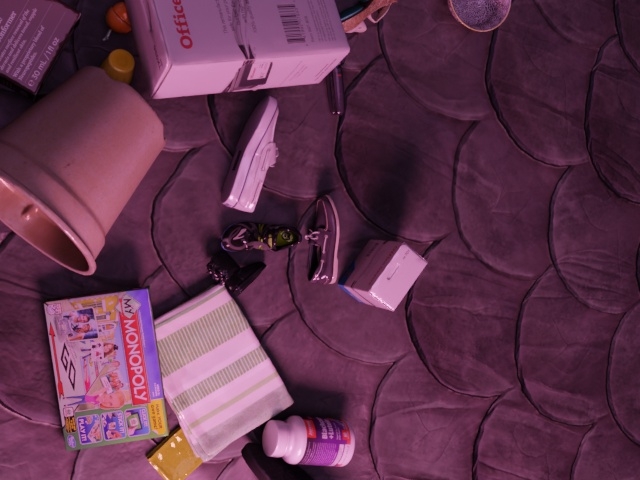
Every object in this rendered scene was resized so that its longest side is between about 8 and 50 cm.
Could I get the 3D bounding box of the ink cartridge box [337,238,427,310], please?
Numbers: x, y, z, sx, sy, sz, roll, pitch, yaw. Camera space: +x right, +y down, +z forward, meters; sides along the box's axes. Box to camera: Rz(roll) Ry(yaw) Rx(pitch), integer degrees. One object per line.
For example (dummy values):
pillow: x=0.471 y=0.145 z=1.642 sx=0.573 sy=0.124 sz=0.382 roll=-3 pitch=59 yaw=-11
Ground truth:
ink cartridge box: x=0.137 y=0.075 z=1.942 sx=0.082 sy=0.191 sz=0.139 roll=40 pitch=79 yaw=-18

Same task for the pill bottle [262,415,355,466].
pill bottle: x=-0.029 y=0.452 z=1.934 sx=0.193 sy=0.108 sz=0.108 roll=11 pitch=89 yaw=-29

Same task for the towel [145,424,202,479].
towel: x=-0.265 y=0.435 z=1.900 sx=0.237 sy=0.021 sz=0.102 roll=-41 pitch=105 yaw=-14

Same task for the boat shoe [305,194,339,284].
boat shoe: x=0.000 y=0.000 z=1.949 sx=0.065 sy=0.075 sz=0.206 roll=-5 pitch=99 yaw=-24

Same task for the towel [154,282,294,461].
towel: x=-0.236 y=0.284 z=1.877 sx=0.248 sy=0.038 sz=0.325 roll=-31 pitch=97 yaw=-18

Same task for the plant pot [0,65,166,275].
plant pot: x=-0.472 y=-0.154 z=1.651 sx=0.334 sy=0.334 sz=0.305 roll=44 pitch=67 yaw=-18

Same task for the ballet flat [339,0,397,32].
ballet flat: x=0.101 y=-0.519 z=1.962 sx=0.206 sy=0.073 sz=0.067 roll=-38 pitch=120 yaw=-11

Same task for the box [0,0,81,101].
box: x=-0.673 y=-0.447 z=1.631 sx=0.381 sy=0.143 sz=0.191 roll=29 pitch=83 yaw=-18

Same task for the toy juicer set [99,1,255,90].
toy juicer set: x=-0.304 y=-0.413 z=1.812 sx=0.329 sy=0.089 sz=0.209 roll=0 pitch=74 yaw=-26

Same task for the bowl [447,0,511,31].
bowl: x=0.364 y=-0.579 z=2.051 sx=0.170 sy=0.080 sz=0.170 roll=-1 pitch=93 yaw=-20

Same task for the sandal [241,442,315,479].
sandal: x=-0.025 y=0.623 z=1.936 sx=0.446 sy=0.167 sz=0.107 roll=42 pitch=96 yaw=-18

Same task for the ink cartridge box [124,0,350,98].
ink cartridge box: x=-0.178 y=-0.462 z=1.740 sx=0.395 sy=0.166 sz=0.285 roll=-11 pitch=78 yaw=-28

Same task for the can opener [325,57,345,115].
can opener: x=0.033 y=-0.377 z=1.947 sx=0.073 sy=0.059 sz=0.186 roll=-8 pitch=95 yaw=-21

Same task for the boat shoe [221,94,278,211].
boat shoe: x=-0.137 y=-0.188 z=1.884 sx=0.084 sy=0.095 sz=0.258 roll=21 pitch=96 yaw=-25

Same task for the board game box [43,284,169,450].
board game box: x=-0.442 y=0.265 z=1.784 sx=0.213 sy=0.046 sz=0.317 roll=-8 pitch=96 yaw=-6

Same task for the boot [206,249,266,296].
boot: x=-0.187 y=0.059 z=1.892 sx=0.099 sy=0.045 sz=0.121 roll=43 pitch=49 yaw=4

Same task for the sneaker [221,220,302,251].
sneaker: x=-0.128 y=-0.009 z=1.896 sx=0.188 sy=0.078 sz=0.067 roll=-2 pitch=94 yaw=-20
